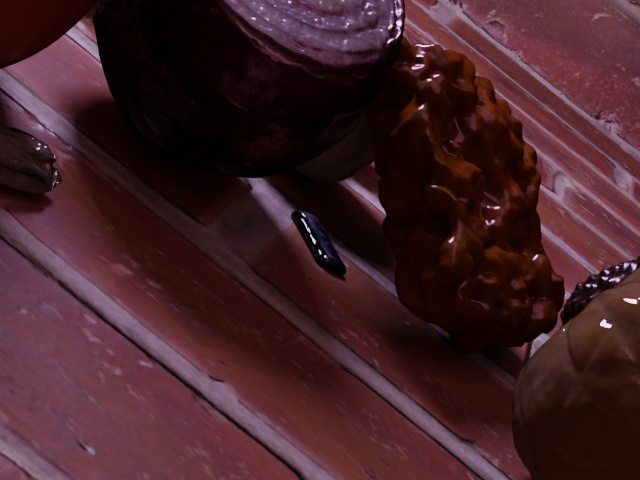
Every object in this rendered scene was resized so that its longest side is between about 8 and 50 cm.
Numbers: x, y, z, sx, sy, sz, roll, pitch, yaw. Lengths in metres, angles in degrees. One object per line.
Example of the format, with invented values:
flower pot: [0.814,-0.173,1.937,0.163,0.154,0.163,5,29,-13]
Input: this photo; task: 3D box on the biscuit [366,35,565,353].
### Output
biscuit: [0.155,-0.041,1.693,0.318,0.110,0.312,17,59,-58]

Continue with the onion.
onion: [-0.089,-0.195,1.562,0.281,0.260,0.337,20,42,-27]

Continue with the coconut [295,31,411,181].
coconut: [0.015,-0.175,1.827,0.224,0.224,0.224,35,17,-12]

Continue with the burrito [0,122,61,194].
burrito: [-0.265,-0.073,1.244,0.188,0.045,0.058,19,51,-53]

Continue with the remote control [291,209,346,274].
remote control: [0.000,0.000,1.652,0.039,0.014,0.096,27,21,-35]

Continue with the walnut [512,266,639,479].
walnut: [0.316,0.165,1.455,0.296,0.285,0.285,-19,57,-45]

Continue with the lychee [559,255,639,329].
lychee: [0.391,0.135,1.761,0.271,0.271,0.271,35,17,-12]

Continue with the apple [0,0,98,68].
apple: [-0.306,-0.330,1.337,0.364,0.364,0.364,35,17,-12]
